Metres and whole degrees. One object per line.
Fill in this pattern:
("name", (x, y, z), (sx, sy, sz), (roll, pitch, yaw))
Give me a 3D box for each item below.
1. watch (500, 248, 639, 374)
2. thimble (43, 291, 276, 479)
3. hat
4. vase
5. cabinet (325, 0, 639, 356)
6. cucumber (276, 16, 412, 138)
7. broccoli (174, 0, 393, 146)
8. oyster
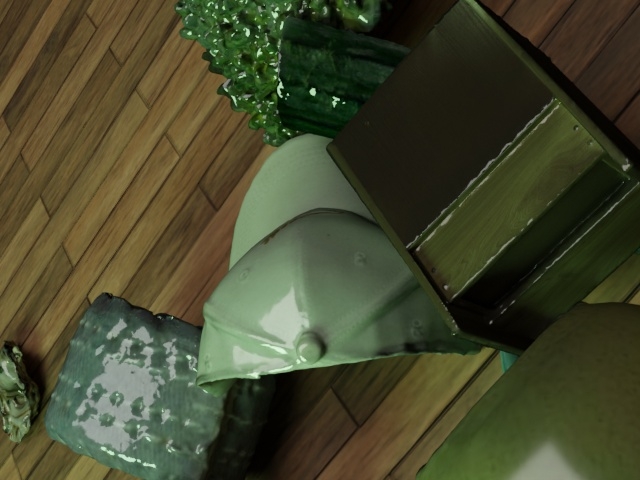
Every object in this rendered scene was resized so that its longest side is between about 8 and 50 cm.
("watch", (0.247, 0.082, 0.786), (0.237, 0.068, 0.195), (21, 88, 50))
("thimble", (-0.169, 0.163, 1.060), (0.236, 0.205, 0.172), (16, 85, 43))
("hat", (0.002, 0.007, 0.916), (0.257, 0.168, 0.302), (-10, 55, 6))
("vase", (0.216, 0.218, 0.629), (0.302, 0.329, 0.241), (41, 66, 19))
("cabinet", (0.149, -0.045, 0.780), (0.175, 0.148, 0.215), (-48, 50, 19))
("cucumber", (0.075, -0.120, 0.918), (0.063, 0.243, 0.115), (-77, -2, -47))
("broccoli", (-0.043, -0.268, 1.046), (0.334, 0.272, 0.324), (47, 114, 29))
("oyster", (-0.440, 0.203, 1.422), (0.166, 0.053, 0.108), (60, 144, 30))
